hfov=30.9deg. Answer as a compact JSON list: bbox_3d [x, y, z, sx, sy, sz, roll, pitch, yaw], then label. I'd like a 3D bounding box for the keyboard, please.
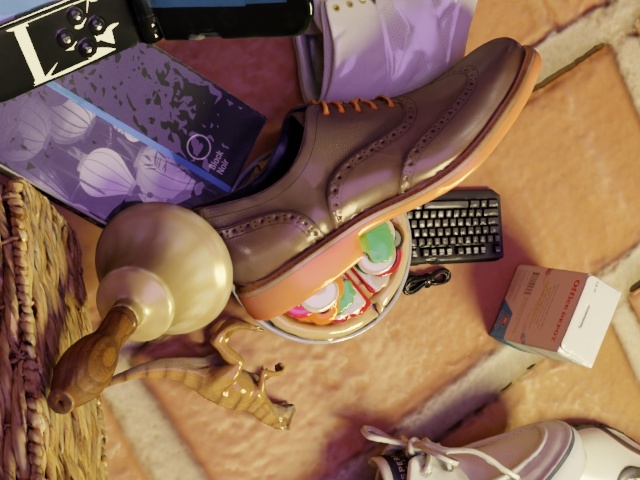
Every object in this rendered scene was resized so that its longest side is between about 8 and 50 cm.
[{"bbox_3d":[0.112,0.002,1.206,0.180,0.023,0.108,-3,94,-25],"label":"keyboard"}]

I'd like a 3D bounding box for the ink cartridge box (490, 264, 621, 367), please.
[{"bbox_3d":[0.246,0.078,1.218,0.052,0.122,0.088,27,82,-24],"label":"ink cartridge box"}]

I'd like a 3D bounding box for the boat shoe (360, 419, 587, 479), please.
[{"bbox_3d":[0.093,0.251,1.163,0.367,0.136,0.156,-29,102,-11],"label":"boat shoe"}]

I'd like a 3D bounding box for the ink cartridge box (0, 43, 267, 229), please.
[{"bbox_3d":[-0.223,-0.121,1.018,0.332,0.065,0.165,29,81,-23],"label":"ink cartridge box"}]

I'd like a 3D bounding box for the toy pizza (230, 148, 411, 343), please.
[{"bbox_3d":[0.000,0.000,1.127,0.201,0.032,0.201,2,83,-20],"label":"toy pizza"}]

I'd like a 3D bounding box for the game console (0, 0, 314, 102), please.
[{"bbox_3d":[-0.177,-0.257,0.859,0.250,0.173,0.293,-28,122,-21],"label":"game console"}]

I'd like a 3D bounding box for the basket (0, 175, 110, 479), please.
[{"bbox_3d":[-0.298,0.126,0.908,0.223,0.213,0.299,-10,74,1],"label":"basket"}]

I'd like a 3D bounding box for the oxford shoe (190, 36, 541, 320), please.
[{"bbox_3d":[0.047,-0.088,1.048,0.363,0.130,0.133,-40,105,-13],"label":"oxford shoe"}]

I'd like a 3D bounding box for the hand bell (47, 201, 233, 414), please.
[{"bbox_3d":[-0.159,0.069,0.906,0.126,0.242,0.126,4,113,10],"label":"hand bell"}]

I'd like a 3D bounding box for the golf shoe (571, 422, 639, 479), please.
[{"bbox_3d":[0.365,0.275,1.291,0.273,0.120,0.105,18,87,-24],"label":"golf shoe"}]

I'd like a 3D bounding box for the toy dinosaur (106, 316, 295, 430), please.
[{"bbox_3d":[-0.100,0.125,1.090,0.211,0.064,0.112,22,85,-25],"label":"toy dinosaur"}]

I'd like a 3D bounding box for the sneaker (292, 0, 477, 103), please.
[{"bbox_3d":[0.062,-0.253,1.120,0.169,0.108,0.292,7,91,-29],"label":"sneaker"}]
